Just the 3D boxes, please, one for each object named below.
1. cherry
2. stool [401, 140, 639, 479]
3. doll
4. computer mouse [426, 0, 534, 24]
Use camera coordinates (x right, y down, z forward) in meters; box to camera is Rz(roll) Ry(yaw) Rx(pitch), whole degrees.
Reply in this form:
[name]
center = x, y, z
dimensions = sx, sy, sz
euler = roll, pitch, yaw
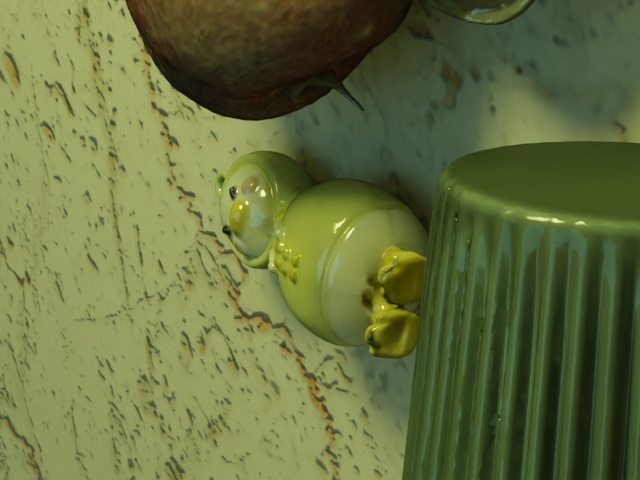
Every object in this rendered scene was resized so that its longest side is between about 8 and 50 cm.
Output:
[cherry]
center = -0.056, -0.225, 1.413
dimensions = 0.307, 0.221, 0.261
euler = 50, 158, 0
[stool]
center = 0.195, 0.118, 1.210
dimensions = 0.297, 0.297, 0.330
euler = 18, 113, 46
[doll]
center = -0.010, 0.002, 1.545
dimensions = 0.296, 0.117, 0.141
euler = 26, 120, 43
[computer mouse]
center = 0.104, -0.338, 1.286
dimensions = 0.199, 0.115, 0.389
euler = -15, 80, 36
